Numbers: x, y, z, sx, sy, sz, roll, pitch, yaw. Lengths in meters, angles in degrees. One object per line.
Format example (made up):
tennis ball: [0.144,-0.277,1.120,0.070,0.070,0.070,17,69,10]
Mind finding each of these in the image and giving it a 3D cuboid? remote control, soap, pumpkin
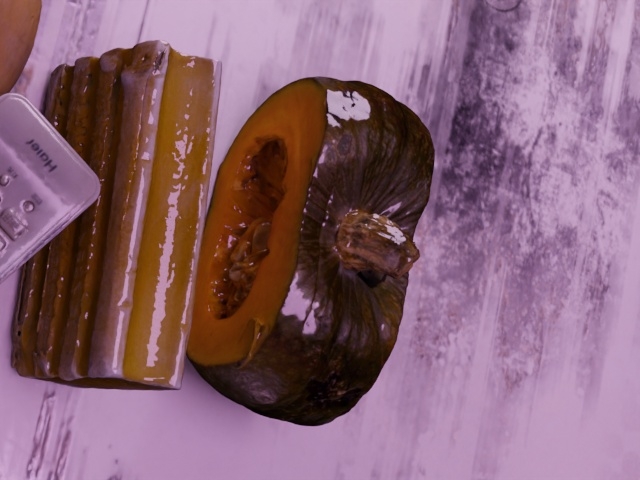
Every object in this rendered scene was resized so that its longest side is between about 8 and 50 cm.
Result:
remote control: [-0.317,0.022,1.215,0.313,0.055,0.109,-42,97,-10]
soap: [-0.169,-0.016,1.299,0.089,0.173,0.274,15,77,-38]
pumpkin: [0.000,0.000,1.392,0.139,0.222,0.317,29,69,-30]

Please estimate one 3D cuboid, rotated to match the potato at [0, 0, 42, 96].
potato: [-0.310,-0.166,1.241,0.150,0.146,0.234,25,69,0]
